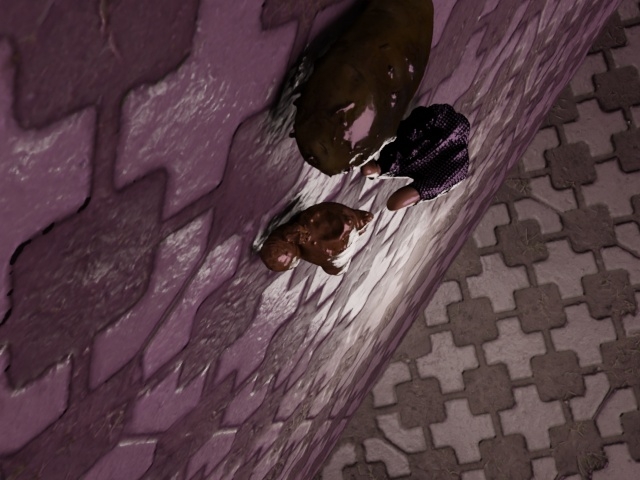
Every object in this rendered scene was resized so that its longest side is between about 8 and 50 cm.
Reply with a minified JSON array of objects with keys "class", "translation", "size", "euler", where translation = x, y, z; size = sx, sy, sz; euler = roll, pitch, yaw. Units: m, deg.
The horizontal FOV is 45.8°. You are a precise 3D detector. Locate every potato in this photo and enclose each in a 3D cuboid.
[{"class":"potato","translation":[0.048,-0.158,0.718],"size":[0.226,0.090,0.117],"euler":[-59,160,-22]}]

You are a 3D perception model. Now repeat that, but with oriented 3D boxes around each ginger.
[{"class":"ginger","translation":[0.008,-0.008,0.904],"size":[0.115,0.081,0.205],"euler":[-54,165,13]}]

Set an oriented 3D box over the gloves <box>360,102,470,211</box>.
[{"class":"gloves","translation":[0.120,-0.120,1.053],"size":[0.180,0.106,0.129],"euler":[-9,136,-32]}]
